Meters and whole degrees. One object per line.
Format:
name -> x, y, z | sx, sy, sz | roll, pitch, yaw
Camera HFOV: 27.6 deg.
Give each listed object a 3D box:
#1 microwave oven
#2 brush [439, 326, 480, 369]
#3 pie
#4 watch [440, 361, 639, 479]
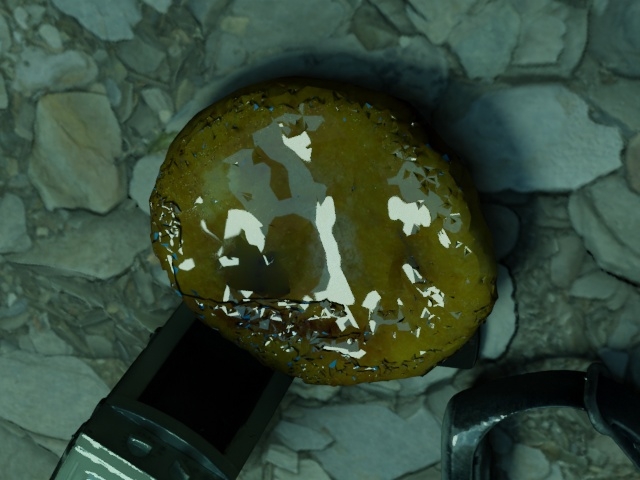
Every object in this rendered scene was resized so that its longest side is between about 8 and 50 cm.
microwave oven -> -0.126, 0.167, 1.032 | 0.122, 0.208, 0.162 | 33, 123, 0
brush -> 0.032, 0.065, 1.036 | 0.194, 0.016, 0.062 | 6, 118, 16
pie -> 0.001, 0.000, 0.971 | 0.274, 0.069, 0.273 | 8, 113, 19
watch -> 0.191, 0.188, 1.019 | 0.193, 0.068, 0.206 | 6, 122, 13
